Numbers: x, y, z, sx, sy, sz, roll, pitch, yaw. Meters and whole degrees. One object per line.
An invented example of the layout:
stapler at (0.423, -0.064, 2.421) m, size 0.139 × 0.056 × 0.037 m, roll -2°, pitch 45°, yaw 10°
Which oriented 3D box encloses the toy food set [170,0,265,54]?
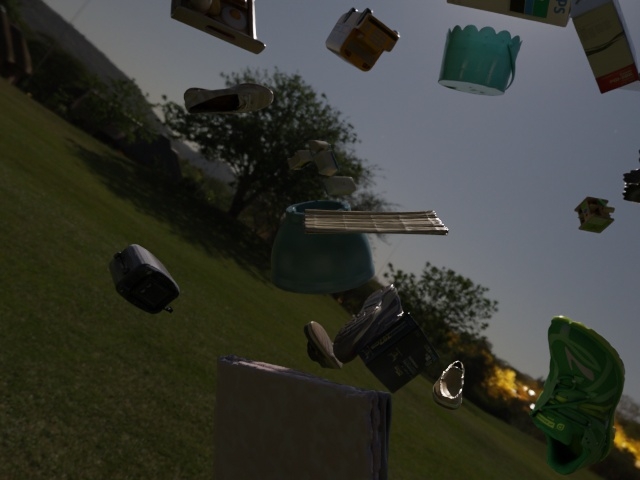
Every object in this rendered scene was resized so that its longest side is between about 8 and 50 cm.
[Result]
toy food set at (-0.243, -0.616, 1.200) m, size 0.219 × 0.306 × 0.092 m, roll 12°, pitch -33°, yaw -30°

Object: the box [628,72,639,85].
box at (0.781, -0.364, 1.135) m, size 0.164 × 0.021 × 0.201 m, roll 13°, pitch 17°, yaw 17°

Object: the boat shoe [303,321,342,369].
boat shoe at (-0.004, 0.391, 1.751) m, size 0.285 × 0.092 × 0.103 m, roll 57°, pitch 18°, yaw -47°

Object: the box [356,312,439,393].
box at (0.229, 0.330, 1.403) m, size 0.233 × 0.183 × 0.059 m, roll 54°, pitch 1°, yaw -44°

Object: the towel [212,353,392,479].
towel at (-0.042, 0.336, 0.643) m, size 0.317 × 0.332 × 0.053 m, roll -4°, pitch -7°, yaw 44°

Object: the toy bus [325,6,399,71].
toy bus at (0.107, -0.562, 1.364) m, size 0.108 × 0.130 × 0.333 m, roll 30°, pitch 18°, yaw -21°

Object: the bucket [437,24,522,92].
bucket at (0.558, -0.631, 1.730) m, size 0.281 × 0.183 × 0.281 m, roll 12°, pitch 12°, yaw -3°

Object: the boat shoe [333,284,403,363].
boat shoe at (0.171, 0.271, 1.508) m, size 0.132 × 0.355 × 0.130 m, roll -32°, pitch -84°, yaw 45°

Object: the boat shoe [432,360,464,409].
boat shoe at (0.307, 0.330, 1.145) m, size 0.068 × 0.072 × 0.190 m, roll 21°, pitch 11°, yaw 14°

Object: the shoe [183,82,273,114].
shoe at (-0.223, -0.338, 1.196) m, size 0.077 × 0.219 × 0.058 m, roll 93°, pitch -12°, yaw -46°

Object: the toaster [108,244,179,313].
toaster at (-0.521, 0.115, 1.448) m, size 0.146 × 0.129 × 0.227 m, roll 46°, pitch -5°, yaw 39°

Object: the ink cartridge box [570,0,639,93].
ink cartridge box at (0.435, -0.312, 0.744) m, size 0.056 × 0.099 × 0.135 m, roll -16°, pitch -53°, yaw 39°

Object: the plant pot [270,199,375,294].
plant pot at (0.000, 0.000, 1.329) m, size 0.293 × 0.196 × 0.293 m, roll -3°, pitch 17°, yaw 1°

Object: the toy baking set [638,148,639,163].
toy baking set at (1.061, -0.312, 1.550) m, size 0.256 × 0.197 × 0.030 m, roll 36°, pitch -14°, yaw -37°

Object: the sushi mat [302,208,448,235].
sushi mat at (0.116, -0.043, 1.100) m, size 0.316 × 0.019 × 0.151 m, roll 1°, pitch 22°, yaw -4°

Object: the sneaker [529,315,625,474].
sneaker at (0.408, 0.261, 0.781) m, size 0.109 × 0.123 × 0.296 m, roll 18°, pitch -53°, yaw 57°

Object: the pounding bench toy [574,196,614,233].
pounding bench toy at (0.617, -0.069, 1.085) m, size 0.052 × 0.065 × 0.083 m, roll 10°, pitch -34°, yaw -4°

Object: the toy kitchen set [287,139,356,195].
toy kitchen set at (0.000, -0.233, 1.725) m, size 0.122 × 0.166 × 0.207 m, roll -5°, pitch 71°, yaw -48°

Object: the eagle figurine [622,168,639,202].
eagle figurine at (0.948, -0.077, 1.272) m, size 0.298 × 0.225 × 0.226 m, roll 58°, pitch -10°, yaw 5°

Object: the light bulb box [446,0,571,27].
light bulb box at (0.586, -0.835, 1.343) m, size 0.361 × 0.358 × 0.225 m, roll 26°, pitch -11°, yaw 24°
